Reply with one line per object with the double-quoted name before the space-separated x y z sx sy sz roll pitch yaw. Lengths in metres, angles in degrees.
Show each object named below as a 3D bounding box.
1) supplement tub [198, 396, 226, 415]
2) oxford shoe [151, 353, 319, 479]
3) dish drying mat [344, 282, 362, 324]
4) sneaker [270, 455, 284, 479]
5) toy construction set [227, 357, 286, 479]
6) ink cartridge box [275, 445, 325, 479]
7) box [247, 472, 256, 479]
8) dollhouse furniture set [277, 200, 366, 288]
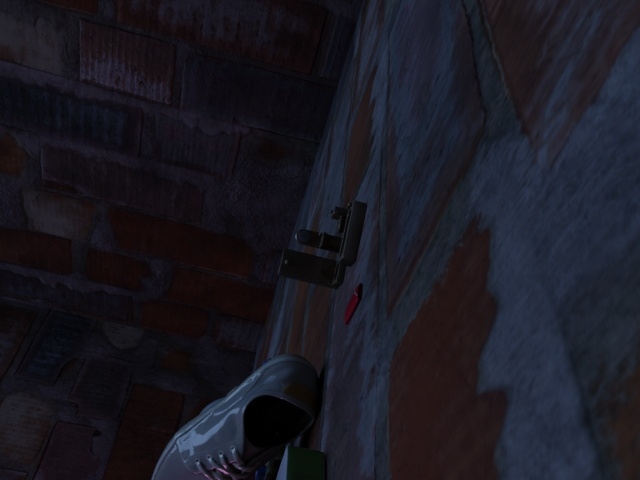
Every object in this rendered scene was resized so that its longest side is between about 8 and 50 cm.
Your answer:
"supplement tub" -0.285 0.609 1.910 0.316 0.229 0.228 125 158 -72
"oxford shoe" -0.172 0.399 1.152 0.449 0.169 0.130 -45 24 12
"dish drying mat" 0.053 0.105 0.997 0.083 0.008 0.032 111 170 -49
"sneaker" -0.079 0.494 1.147 0.089 0.051 0.170 -168 97 -84
"toy construction set" -0.124 0.393 1.396 0.328 0.151 0.214 -163 86 -73
"ink cartridge box" -0.036 0.409 0.859 0.209 0.062 0.108 -90 15 -66
"box" -0.222 0.567 1.477 0.123 0.128 0.256 -34 -24 -16
"dollhouse furniture set" 0.000 0.000 1.168 0.151 0.123 0.144 125 158 -74
